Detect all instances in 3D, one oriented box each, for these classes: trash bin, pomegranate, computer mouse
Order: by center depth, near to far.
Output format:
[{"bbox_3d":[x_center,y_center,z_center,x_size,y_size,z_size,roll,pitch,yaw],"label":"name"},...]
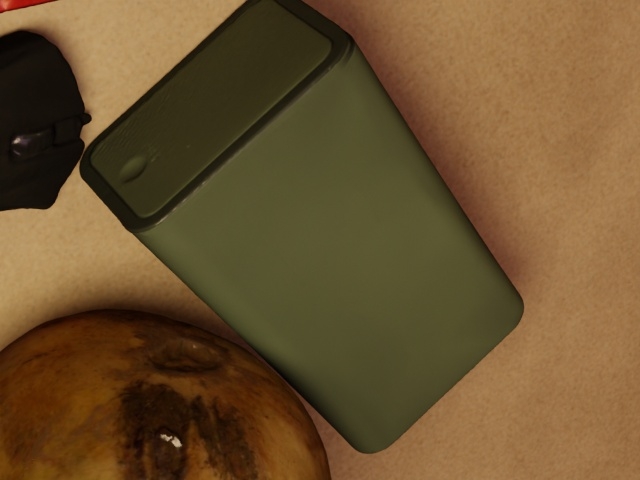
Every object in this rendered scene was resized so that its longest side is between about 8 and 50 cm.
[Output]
[{"bbox_3d":[-0.290,-0.072,1.206,0.264,0.088,0.147,-12,120,-26],"label":"computer mouse"},{"bbox_3d":[-0.140,0.205,1.258,0.322,0.322,0.322,-11,117,-23],"label":"pomegranate"},{"bbox_3d":[0.000,0.000,1.341,0.223,0.158,0.343,-42,125,-4],"label":"trash bin"}]

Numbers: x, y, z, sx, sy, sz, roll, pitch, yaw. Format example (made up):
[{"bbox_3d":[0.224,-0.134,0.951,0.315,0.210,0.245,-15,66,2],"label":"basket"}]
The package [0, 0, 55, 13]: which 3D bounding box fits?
[{"bbox_3d":[-0.251,-0.230,1.082,0.423,0.196,0.123,-18,124,-20],"label":"package"}]
